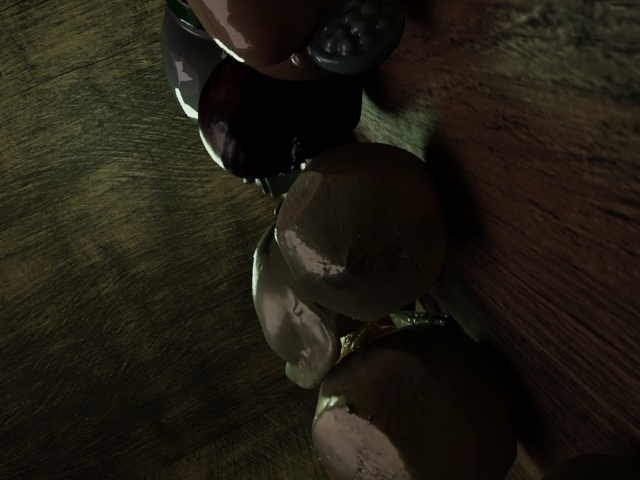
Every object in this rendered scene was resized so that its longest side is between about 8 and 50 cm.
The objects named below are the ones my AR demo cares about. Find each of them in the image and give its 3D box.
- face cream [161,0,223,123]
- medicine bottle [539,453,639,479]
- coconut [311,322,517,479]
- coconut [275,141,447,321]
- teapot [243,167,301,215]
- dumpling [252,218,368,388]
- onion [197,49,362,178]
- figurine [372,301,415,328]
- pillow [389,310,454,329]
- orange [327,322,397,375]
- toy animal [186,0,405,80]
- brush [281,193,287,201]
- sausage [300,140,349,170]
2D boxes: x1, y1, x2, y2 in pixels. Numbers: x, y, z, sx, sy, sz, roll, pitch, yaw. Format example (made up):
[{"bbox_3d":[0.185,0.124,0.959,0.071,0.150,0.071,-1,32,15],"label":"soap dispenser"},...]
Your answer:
[{"bbox_3d":[-0.200,-0.413,1.099,0.219,0.313,0.357,22,156,1],"label":"face cream"},{"bbox_3d":[0.316,0.379,0.578,0.151,0.151,0.323,57,173,52],"label":"medicine bottle"},{"bbox_3d":[0.165,0.309,0.915,0.353,0.352,0.352,62,176,9],"label":"coconut"},{"bbox_3d":[0.058,-0.007,0.700,0.227,0.226,0.230,65,-155,-25],"label":"coconut"},{"bbox_3d":[-0.116,-0.179,1.246,0.239,0.148,0.162,66,175,-27],"label":"teapot"},{"bbox_3d":[-0.026,0.086,0.963,0.395,0.232,0.316,-94,24,-47],"label":"dumpling"},{"bbox_3d":[-0.063,-0.203,0.778,0.221,0.281,0.281,36,168,14],"label":"onion"},{"bbox_3d":[0.130,0.095,1.135,0.189,0.142,0.263,25,155,22],"label":"figurine"},{"bbox_3d":[0.233,0.234,1.083,0.148,0.050,0.230,9,132,51],"label":"pillow"},{"bbox_3d":[0.142,0.295,1.340,0.274,0.274,0.274,62,176,9],"label":"orange"},{"bbox_3d":[-0.034,-0.275,0.552,0.229,0.210,0.221,36,-173,-25],"label":"toy animal"},{"bbox_3d":[-0.016,-0.121,1.510,0.266,0.174,0.166,39,151,45],"label":"brush"},{"bbox_3d":[0.063,-0.072,1.158,0.134,0.116,0.354,37,160,53],"label":"sausage"}]
